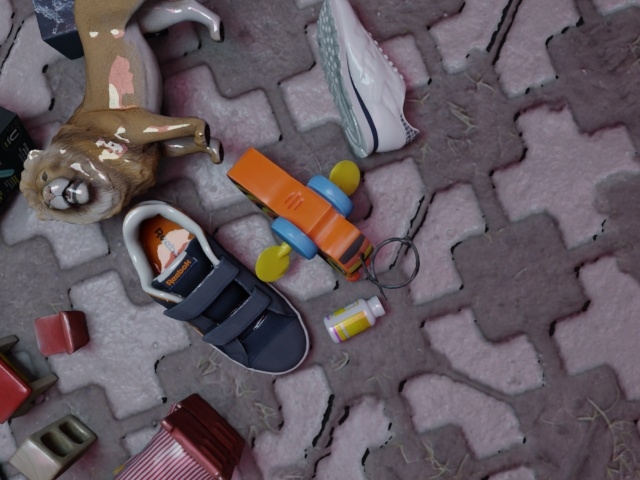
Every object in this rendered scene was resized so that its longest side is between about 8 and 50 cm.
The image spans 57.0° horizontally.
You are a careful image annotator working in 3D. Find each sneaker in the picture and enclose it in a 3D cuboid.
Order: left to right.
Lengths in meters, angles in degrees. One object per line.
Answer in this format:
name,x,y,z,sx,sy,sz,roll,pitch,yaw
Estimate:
sneaker,-0.149,0.072,0.808,0.321,0.127,0.126,41,89,1
sneaker,0.063,-0.237,0.836,0.095,0.090,0.234,-18,92,-11

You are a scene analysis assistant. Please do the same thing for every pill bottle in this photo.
pill bottle,0.049,0.110,0.839,0.083,0.043,0.043,-27,88,2

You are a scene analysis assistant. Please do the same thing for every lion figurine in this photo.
lion figurine,-0.253,-0.213,0.758,0.241,0.142,0.391,2,87,5

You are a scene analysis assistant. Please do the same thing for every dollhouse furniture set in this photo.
dollhouse furniture set,-0.308,0.241,0.794,0.374,0.152,0.201,42,90,2

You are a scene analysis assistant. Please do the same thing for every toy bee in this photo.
toy bee,0.000,0.000,0.804,0.195,0.162,0.298,-31,61,2

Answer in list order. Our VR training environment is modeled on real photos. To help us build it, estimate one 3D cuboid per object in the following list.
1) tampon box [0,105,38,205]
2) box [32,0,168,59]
tampon box,-0.485,-0.105,0.800,0.102,0.120,0.161,27,67,2
box,-0.321,-0.363,0.839,0.156,0.093,0.158,-15,89,2
